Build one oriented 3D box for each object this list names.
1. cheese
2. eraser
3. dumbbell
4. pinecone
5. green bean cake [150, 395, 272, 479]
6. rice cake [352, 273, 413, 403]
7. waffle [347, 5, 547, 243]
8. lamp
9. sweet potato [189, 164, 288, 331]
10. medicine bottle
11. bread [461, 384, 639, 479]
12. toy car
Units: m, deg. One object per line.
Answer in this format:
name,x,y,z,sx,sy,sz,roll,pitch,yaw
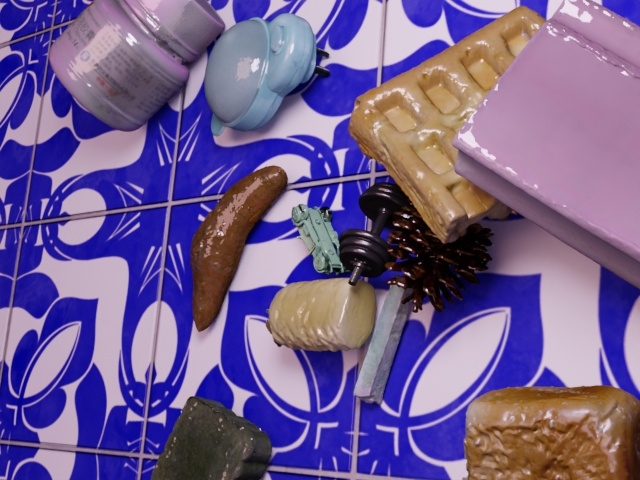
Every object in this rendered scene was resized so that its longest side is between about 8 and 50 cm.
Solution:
cheese,0.002,0.120,1.519,0.167,0.094,0.123,-5,49,43
eraser,0.386,-0.110,1.160,0.359,0.122,0.272,36,78,18
dumbbell,0.089,-0.017,1.481,0.099,0.099,0.208,3,55,39
pinecone,0.168,0.029,1.387,0.163,0.163,0.165,32,105,39
green bean cake,-0.185,0.383,1.607,0.183,0.094,0.185,25,93,40
rice cake,0.105,0.157,1.480,0.043,0.034,0.211,19,90,49
waffle,0.244,-0.177,1.344,0.348,0.077,0.304,-30,55,-5
lamp,-0.116,-0.315,1.714,0.284,0.147,0.209,-14,67,35
sweet potato,-0.178,-0.001,1.711,0.114,0.092,0.341,32,99,23
medicine bottle,-0.364,-0.397,1.873,0.302,0.241,0.241,-43,55,10
bread,0.304,0.284,1.197,0.246,0.176,0.196,-5,86,35
toy car,0.000,0.000,1.585,0.054,0.073,0.143,-50,52,36
